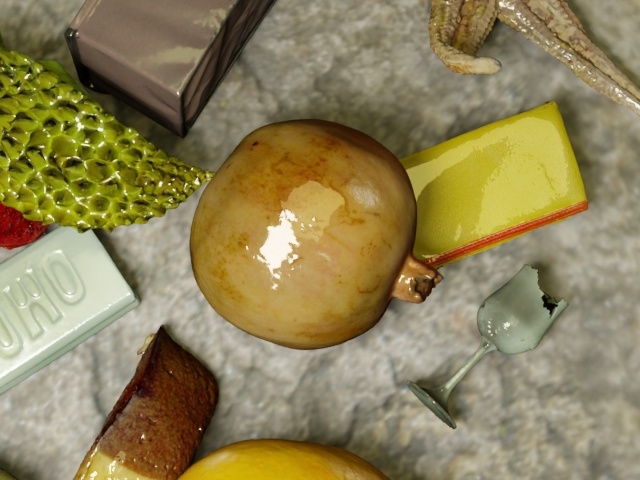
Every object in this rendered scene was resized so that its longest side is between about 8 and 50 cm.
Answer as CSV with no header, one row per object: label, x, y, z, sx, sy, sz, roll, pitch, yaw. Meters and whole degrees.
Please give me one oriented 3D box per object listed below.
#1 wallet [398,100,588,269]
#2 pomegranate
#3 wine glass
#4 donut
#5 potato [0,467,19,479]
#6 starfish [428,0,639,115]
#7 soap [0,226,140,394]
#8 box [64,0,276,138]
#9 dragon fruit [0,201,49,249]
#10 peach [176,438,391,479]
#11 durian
wallet,0.180,-0.055,1.513,0.241,0.067,0.141,-20,86,-1
pomegranate,0.000,0.000,1.403,0.270,0.229,0.252,29,88,5
wine glass,0.191,0.118,1.471,0.079,0.079,0.195,44,82,5
donut,-0.191,0.229,1.392,0.112,0.151,0.295,26,73,-8
potato,-0.391,0.283,1.381,0.157,0.157,0.194,-46,57,-9
starfish,0.242,-0.337,1.529,0.383,0.132,0.398,14,67,-2
soap,-0.317,0.074,1.461,0.198,0.066,0.119,-33,85,-8
box,-0.151,-0.269,1.469,0.153,0.188,0.252,32,78,3
dragon fruit,-0.358,-0.039,1.474,0.106,0.083,0.162,2,39,35
peach,-0.023,0.341,1.323,0.308,0.289,0.289,10,80,5
durian,-0.305,-0.120,1.430,0.355,0.169,0.157,34,105,18
